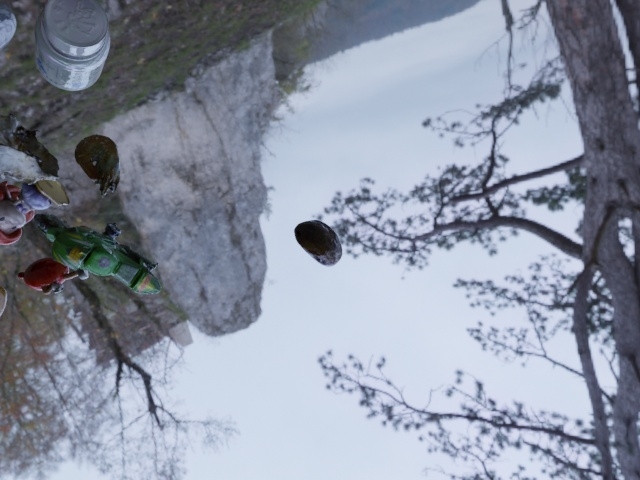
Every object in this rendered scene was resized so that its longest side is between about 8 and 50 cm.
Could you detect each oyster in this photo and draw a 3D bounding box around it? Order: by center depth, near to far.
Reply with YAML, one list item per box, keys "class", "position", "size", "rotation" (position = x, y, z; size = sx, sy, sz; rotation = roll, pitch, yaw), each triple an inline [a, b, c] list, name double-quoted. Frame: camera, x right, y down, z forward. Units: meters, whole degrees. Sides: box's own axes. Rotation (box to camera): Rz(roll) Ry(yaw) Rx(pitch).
- class: "oyster"
  position: [-0.704, -0.198, 1.179]
  size: [0.197, 0.133, 0.337]
  rotation: [32, -174, 16]

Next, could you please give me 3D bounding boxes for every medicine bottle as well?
- class: "medicine bottle"
  position: [-0.614, -0.492, 1.390]
  size: [0.170, 0.170, 0.293]
  rotation: [-24, -174, -27]

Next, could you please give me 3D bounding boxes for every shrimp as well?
- class: "shrimp"
  position: [-0.610, -0.205, 1.541]
  size: [0.115, 0.051, 0.217]
  rotation: [-8, -119, -19]

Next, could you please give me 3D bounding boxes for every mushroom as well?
- class: "mushroom"
  position: [0.000, 0.000, 1.167]
  size: [0.052, 0.123, 0.123]
  rotation: [-48, -175, 26]

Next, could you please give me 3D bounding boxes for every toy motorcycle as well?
- class: "toy motorcycle"
  position: [-0.323, 0.017, 0.819]
  size: [0.074, 0.190, 0.106]
  rotation: [-55, -141, 3]

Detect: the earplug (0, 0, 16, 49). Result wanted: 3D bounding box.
- class: "earplug"
  position: [-0.856, -0.457, 1.378]
  size: [0.214, 0.174, 0.326]
  rotation: [-32, -139, 44]

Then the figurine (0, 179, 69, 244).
- class: "figurine"
  position: [-0.975, -0.116, 1.820]
  size: [0.257, 0.208, 0.181]
  rotation: [-32, 169, 2]

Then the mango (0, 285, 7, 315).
- class: "mango"
  position: [-1.016, 0.215, 1.695]
  size: [0.084, 0.184, 0.102]
  rotation: [20, 172, 24]

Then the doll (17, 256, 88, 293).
- class: "doll"
  position: [-0.868, 0.108, 1.828]
  size: [0.217, 0.085, 0.183]
  rotation: [-17, -138, -11]
